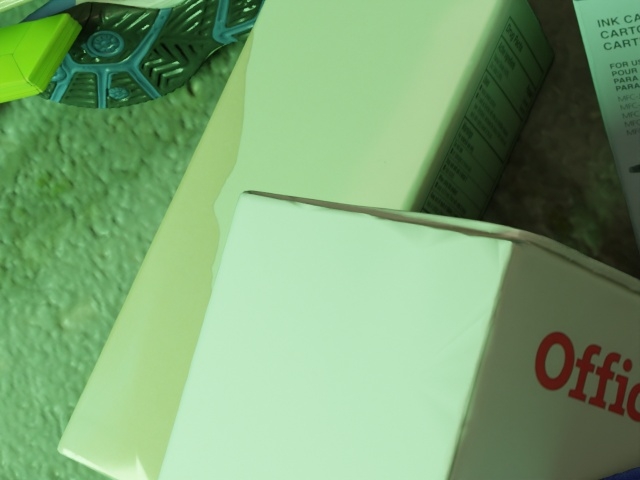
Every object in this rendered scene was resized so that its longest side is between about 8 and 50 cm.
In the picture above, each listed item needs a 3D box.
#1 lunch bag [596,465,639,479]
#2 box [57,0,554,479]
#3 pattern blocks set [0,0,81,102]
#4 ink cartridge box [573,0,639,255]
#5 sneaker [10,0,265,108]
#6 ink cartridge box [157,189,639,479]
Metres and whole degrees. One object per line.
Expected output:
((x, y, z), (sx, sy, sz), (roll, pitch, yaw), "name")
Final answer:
((0.260, 0.177, 0.840), (0.138, 0.293, 0.220), (10, 113, 50), "lunch bag")
((0.000, 0.000, 1.018), (0.121, 0.148, 0.311), (24, 86, 18), "box")
((-0.167, -0.202, 1.117), (0.325, 0.026, 0.285), (-4, 62, 25), "pattern blocks set")
((0.220, -0.095, 0.908), (0.186, 0.311, 0.065), (-11, 38, 13), "ink cartridge box")
((-0.088, -0.142, 1.111), (0.211, 0.080, 0.081), (-20, 51, 12), "sneaker")
((0.054, 0.204, 0.880), (0.166, 0.285, 0.394), (11, 83, 41), "ink cartridge box")
